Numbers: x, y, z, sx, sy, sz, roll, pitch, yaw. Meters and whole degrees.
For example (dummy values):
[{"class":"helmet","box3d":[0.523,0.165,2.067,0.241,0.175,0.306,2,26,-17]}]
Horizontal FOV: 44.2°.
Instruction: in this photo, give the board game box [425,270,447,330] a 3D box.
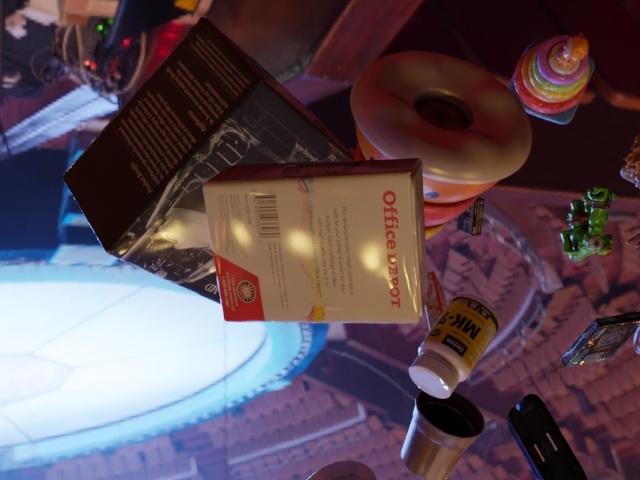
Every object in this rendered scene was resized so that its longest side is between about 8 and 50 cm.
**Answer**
[{"class":"board game box","box3d":[0.314,0.198,2.099,0.045,0.193,0.147,-16,152,13]}]

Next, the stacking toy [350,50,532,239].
[{"class":"stacking toy","box3d":[0.188,-0.106,1.612,0.350,0.350,0.480,-5,140,-19]}]

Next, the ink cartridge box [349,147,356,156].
[{"class":"ink cartridge box","box3d":[0.041,-0.120,2.396,0.273,0.114,0.197,-47,167,-17]}]

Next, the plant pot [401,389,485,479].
[{"class":"plant pot","box3d":[0.270,0.455,1.825,0.167,0.167,0.165,1,123,-31]}]

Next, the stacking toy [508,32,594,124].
[{"class":"stacking toy","box3d":[0.514,-0.373,1.686,0.165,0.175,0.302,24,180,6]}]

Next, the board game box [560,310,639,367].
[{"class":"board game box","box3d":[0.634,0.223,1.774,0.126,0.026,0.186,-7,145,-16]}]

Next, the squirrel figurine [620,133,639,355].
[{"class":"squirrel figurine","box3d":[0.653,-0.043,1.342,0.281,0.370,0.397,-6,134,13]}]

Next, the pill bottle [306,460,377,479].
[{"class":"pill bottle","box3d":[0.058,0.461,1.195,0.131,0.229,0.131,-9,125,-13]}]

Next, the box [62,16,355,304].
[{"class":"box","box3d":[-0.220,-0.146,1.790,0.472,0.297,0.480,-45,143,9]}]

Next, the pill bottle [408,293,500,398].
[{"class":"pill bottle","box3d":[0.281,0.222,1.658,0.208,0.119,0.119,-49,177,-30]}]

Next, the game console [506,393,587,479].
[{"class":"game console","box3d":[0.451,0.437,1.403,0.044,0.361,0.213,2,138,-36]}]

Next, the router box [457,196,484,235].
[{"class":"router box","box3d":[0.478,-0.084,2.515,0.038,0.122,0.092,-3,-165,-20]}]

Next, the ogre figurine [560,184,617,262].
[{"class":"ogre figurine","box3d":[0.514,-0.026,1.526,0.097,0.118,0.197,12,167,-16]}]

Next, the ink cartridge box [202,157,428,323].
[{"class":"ink cartridge box","box3d":[0.000,0.000,1.177,0.306,0.226,0.131,-1,-162,13]}]
